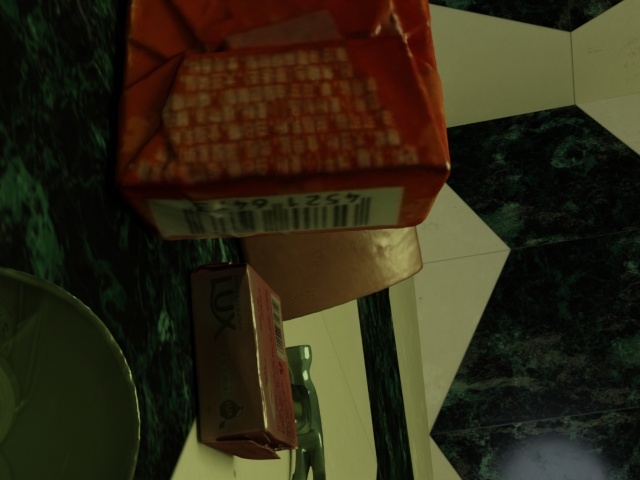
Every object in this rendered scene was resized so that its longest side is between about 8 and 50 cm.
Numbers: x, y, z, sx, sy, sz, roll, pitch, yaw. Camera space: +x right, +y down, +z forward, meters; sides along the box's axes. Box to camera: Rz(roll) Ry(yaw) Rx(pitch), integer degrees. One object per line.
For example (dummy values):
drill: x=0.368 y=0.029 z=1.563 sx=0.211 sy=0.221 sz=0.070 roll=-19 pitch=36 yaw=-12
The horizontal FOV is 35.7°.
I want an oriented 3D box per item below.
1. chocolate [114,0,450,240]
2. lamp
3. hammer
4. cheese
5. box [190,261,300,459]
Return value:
chocolate: x=-0.029 y=-0.115 z=0.772 sx=0.108 sy=0.237 sz=0.235 roll=85 pitch=0 yaw=-58
lamp: x=-0.123 y=0.064 z=0.328 sx=0.214 sy=0.121 sz=0.121 roll=94 pitch=-12 yaw=-77
hammer: x=-0.037 y=0.171 z=1.019 sx=0.226 sy=0.041 sz=0.159 roll=55 pitch=25 yaw=-71
cheese: x=0.019 y=0.001 z=1.102 sx=0.203 sy=0.177 sz=0.128 roll=-68 pitch=147 yaw=-73
box: x=-0.065 y=0.106 z=0.850 sx=0.111 sy=0.060 sz=0.156 roll=60 pitch=20 yaw=-66
